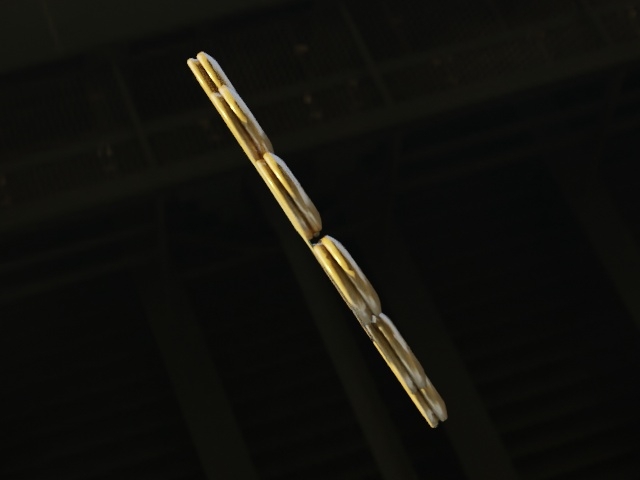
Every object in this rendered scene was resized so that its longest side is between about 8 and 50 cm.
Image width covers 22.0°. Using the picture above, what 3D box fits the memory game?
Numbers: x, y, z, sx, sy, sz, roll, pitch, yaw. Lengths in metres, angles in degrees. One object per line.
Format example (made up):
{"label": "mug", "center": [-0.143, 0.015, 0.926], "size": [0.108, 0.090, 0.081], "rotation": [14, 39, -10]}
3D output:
{"label": "memory game", "center": [0.000, 0.000, 0.694], "size": [0.012, 0.186, 0.186], "rotation": [-34, -118, -1]}
